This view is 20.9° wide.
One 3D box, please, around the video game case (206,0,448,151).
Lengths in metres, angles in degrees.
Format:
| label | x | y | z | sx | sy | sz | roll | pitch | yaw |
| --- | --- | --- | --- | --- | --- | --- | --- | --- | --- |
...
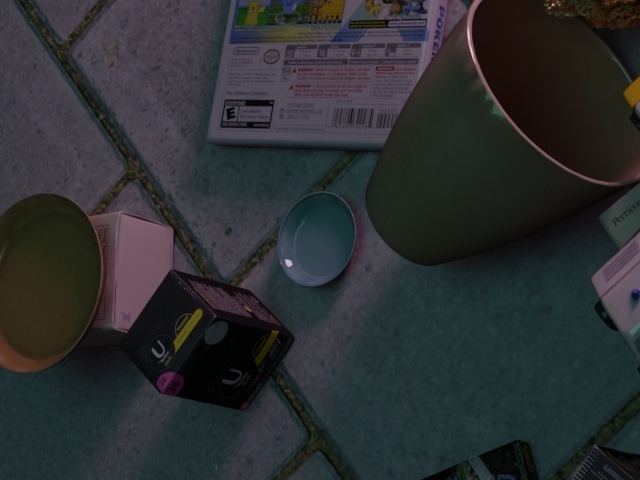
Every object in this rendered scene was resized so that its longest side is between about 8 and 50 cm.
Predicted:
| label | x | y | z | sx | sy | sz | roll | pitch | yaw |
| --- | --- | --- | --- | --- | --- | --- | --- | --- | --- |
| video game case | 0.012 | -0.262 | 2.181 | 0.329 | 0.036 | 0.300 | 4 | 81 | 38 |

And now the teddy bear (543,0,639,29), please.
| label | x | y | z | sx | sy | sz | roll | pitch | yaw |
| --- | --- | --- | --- | --- | --- | --- | --- | --- | --- |
| teddy bear | 0.339 | -0.382 | 1.903 | 0.245 | 0.113 | 0.338 | -9 | 72 | 0 |

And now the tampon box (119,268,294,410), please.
| label | x | y | z | sx | sy | sz | roll | pitch | yaw |
| --- | --- | --- | --- | --- | --- | --- | --- | --- | --- |
| tampon box | -0.137 | 0.123 | 2.115 | 0.101 | 0.161 | 0.120 | 44 | 105 | 35 |

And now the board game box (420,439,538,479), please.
| label | x | y | z | sx | sy | sz | roll | pitch | yaw |
| --- | --- | --- | --- | --- | --- | --- | --- | --- | --- |
| board game box | 0.200 | 0.362 | 1.893 | 0.136 | 0.030 | 0.260 | -25 | 65 | 27 |

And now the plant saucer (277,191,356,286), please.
| label | x | y | z | sx | sy | sz | roll | pitch | yaw |
| --- | --- | --- | --- | --- | --- | --- | --- | --- | --- |
| plant saucer | 0.000 | 0.000 | 2.133 | 0.119 | 0.021 | 0.119 | -9 | 73 | 34 |

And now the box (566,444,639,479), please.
| label | x | y | z | sx | sy | sz | roll | pitch | yaw |
| --- | --- | --- | --- | --- | --- | --- | --- | --- | --- |
| box | 0.385 | 0.307 | 1.651 | 0.270 | 0.216 | 0.060 | 41 | 104 | 35 |

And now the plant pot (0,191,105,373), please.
| label | x | y | z | sx | sy | sz | roll | pitch | yaw |
| --- | --- | --- | --- | --- | --- | --- | --- | --- | --- |
| plant pot | -0.360 | 0.056 | 2.237 | 0.236 | 0.032 | 0.236 | -9 | 74 | 34 |

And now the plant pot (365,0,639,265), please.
| label | x | y | z | sx | sy | sz | roll | pitch | yaw |
| --- | --- | --- | --- | --- | --- | --- | --- | --- | --- |
| plant pot | 0.179 | -0.093 | 1.907 | 0.274 | 0.256 | 0.256 | -43 | 56 | 39 |

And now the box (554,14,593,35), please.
| label | x | y | z | sx | sy | sz | roll | pitch | yaw |
| --- | --- | --- | --- | --- | --- | --- | --- | --- | --- |
| box | 0.275 | -0.340 | 1.991 | 0.087 | 0.058 | 0.232 | 2 | 80 | 37 |

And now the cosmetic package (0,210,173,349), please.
| label | x | y | z | sx | sy | sz | roll | pitch | yaw |
| --- | --- | --- | --- | --- | --- | --- | --- | --- | --- |
| cosmetic package | -0.350 | 0.063 | 2.319 | 0.309 | 0.113 | 0.160 | -6 | 76 | 35 |

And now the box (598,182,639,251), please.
| label | x | y | z | sx | sy | sz | roll | pitch | yaw |
| --- | --- | --- | --- | --- | --- | --- | --- | --- | --- |
| box | 0.416 | 0.031 | 1.753 | 0.148 | 0.127 | 0.232 | -42 | 58 | 21 |

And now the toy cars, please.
| label | x | y | z | sx | sy | sz | roll | pitch | yaw |
| --- | --- | --- | --- | --- | --- | --- | --- | --- | --- |
| toy cars | 0.333 | -0.033 | 1.665 | 0.176 | 0.087 | 0.394 | -9 | 59 | 44 |
